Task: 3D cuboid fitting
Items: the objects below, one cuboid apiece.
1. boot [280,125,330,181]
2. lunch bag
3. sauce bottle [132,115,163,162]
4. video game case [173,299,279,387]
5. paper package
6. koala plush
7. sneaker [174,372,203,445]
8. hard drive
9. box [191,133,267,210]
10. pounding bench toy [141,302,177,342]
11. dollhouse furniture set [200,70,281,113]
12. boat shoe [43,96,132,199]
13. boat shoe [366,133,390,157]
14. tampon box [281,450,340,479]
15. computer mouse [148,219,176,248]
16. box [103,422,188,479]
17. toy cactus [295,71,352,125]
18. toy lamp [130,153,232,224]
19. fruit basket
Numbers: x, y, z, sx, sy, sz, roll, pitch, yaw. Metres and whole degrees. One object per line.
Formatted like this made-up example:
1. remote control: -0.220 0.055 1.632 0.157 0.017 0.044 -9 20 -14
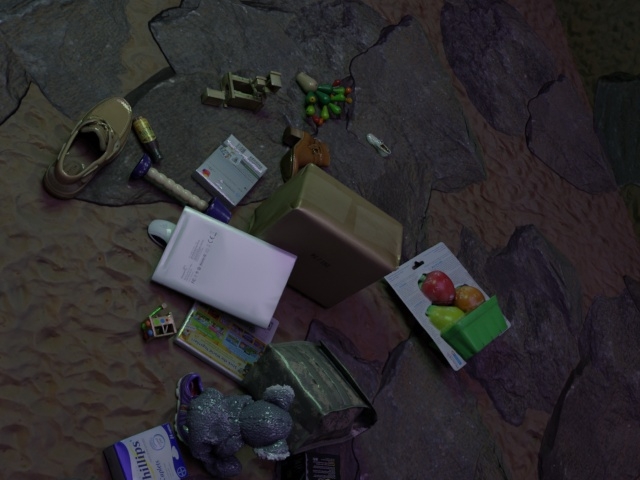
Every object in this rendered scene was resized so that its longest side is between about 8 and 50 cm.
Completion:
1. boot: -0.039 -0.245 2.207 0.152 0.073 0.197 21 58 -32
2. lunch bag: -0.002 0.371 1.797 0.287 0.169 0.235 6 36 -51
3. sauce bottle: -0.452 -0.267 1.926 0.042 0.042 0.128 -26 82 -42
4. video game case: -0.231 0.229 1.839 0.227 0.026 0.206 37 50 -17
5. paper package: 0.000 0.000 1.941 0.325 0.309 0.168 33 49 -20
6. koala plush: -0.162 0.411 1.617 0.203 0.221 0.196 58 35 -51
7. sneaker: -0.295 0.386 1.676 0.068 0.071 0.169 5 64 -35
8. hard drive: -0.237 0.069 1.823 0.308 0.040 0.203 25 76 -9
9. box: -0.251 -0.191 2.039 0.145 0.038 0.186 43 47 -10
10. pounding bench toy: -0.388 0.192 1.722 0.065 0.052 0.083 -6 71 -38
11. dollhouse furniture set: -0.232 -0.465 2.116 0.182 0.161 0.101 6 63 -36
12. boat shoe: -0.548 -0.244 1.795 0.122 0.110 0.341 34 51 -18
13. boat shoe: 0.197 -0.323 2.447 0.100 0.035 0.035 50 48 -5
14. tampon box: -0.023 0.595 1.734 0.101 0.120 0.161 16 58 -29
15. computer mouse: -0.349 0.011 1.855 0.193 0.042 0.106 37 51 -16
16. box: -0.374 0.478 1.567 0.137 0.072 0.126 -14 75 -40
17. toy cactus: -0.002 -0.472 2.346 0.180 0.112 0.219 43 56 3
18. toy lamp: -0.355 -0.123 1.898 0.275 0.080 0.080 35 50 -19
19. fruit basket: 0.392 0.197 2.266 0.327 0.165 0.353 -27 69 -43
